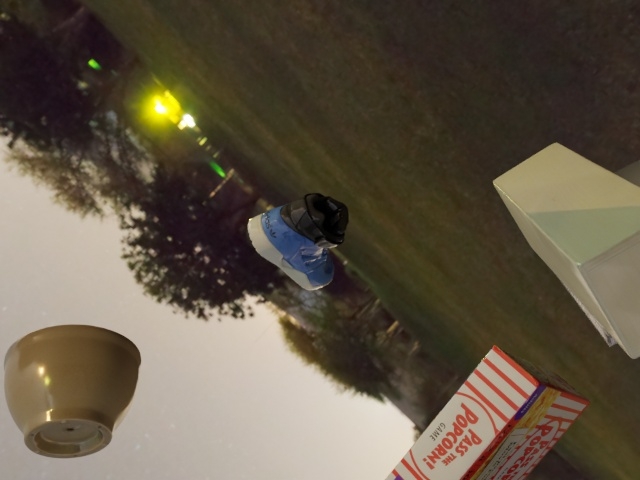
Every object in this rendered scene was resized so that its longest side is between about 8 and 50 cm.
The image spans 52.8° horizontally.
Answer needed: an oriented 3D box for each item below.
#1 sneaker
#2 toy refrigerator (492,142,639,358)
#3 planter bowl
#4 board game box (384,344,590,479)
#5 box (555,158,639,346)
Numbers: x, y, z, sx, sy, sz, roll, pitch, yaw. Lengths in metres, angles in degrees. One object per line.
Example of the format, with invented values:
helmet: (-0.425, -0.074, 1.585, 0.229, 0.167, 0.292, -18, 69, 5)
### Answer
sneaker: (0.000, 0.001, 0.655, 0.152, 0.085, 0.058, 40, -150, -54)
toy refrigerator: (0.262, -0.010, 0.622, 0.102, 0.094, 0.269, 54, -169, -15)
planter bowl: (-0.300, 0.192, 0.777, 0.162, 0.162, 0.109, 45, -158, -43)
board game box: (0.143, 0.168, 0.537, 0.045, 0.146, 0.193, 42, -171, 35)
box: (0.530, -0.006, 1.036, 0.076, 0.308, 0.242, 57, -173, -50)
